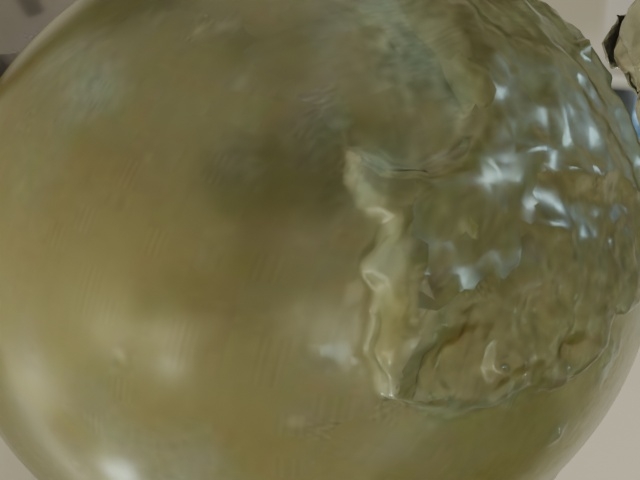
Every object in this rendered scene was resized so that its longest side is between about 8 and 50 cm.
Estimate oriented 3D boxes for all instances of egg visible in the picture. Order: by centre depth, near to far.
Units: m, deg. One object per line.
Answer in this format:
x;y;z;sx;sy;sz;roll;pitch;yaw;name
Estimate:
0.002;0.002;0.439;0.164;0.164;0.201;4;-177;34;egg

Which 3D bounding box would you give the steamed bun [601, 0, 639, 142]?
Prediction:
0.351;-0.151;1.002;0.394;0.237;0.346;1;143;-7;steamed bun

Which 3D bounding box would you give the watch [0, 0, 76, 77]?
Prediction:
-0.088;-0.159;0.583;0.231;0.196;0.244;-17;146;-34;watch
